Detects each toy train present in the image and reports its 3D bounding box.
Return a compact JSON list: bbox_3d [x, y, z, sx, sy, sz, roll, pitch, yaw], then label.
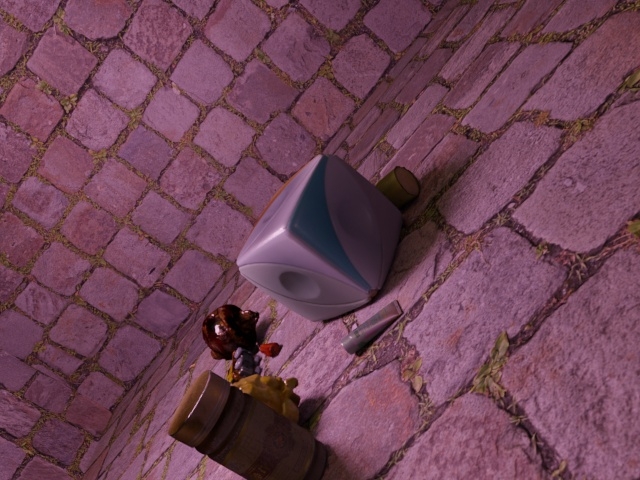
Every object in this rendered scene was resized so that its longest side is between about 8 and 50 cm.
[{"bbox_3d":[-0.281,0.467,1.885,0.127,0.089,0.219,-61,15,9],"label":"toy train"}]

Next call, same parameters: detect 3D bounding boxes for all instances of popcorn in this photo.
[{"bbox_3d":[-0.161,0.459,1.339,0.259,0.259,0.212,-44,32,28],"label":"popcorn"}]

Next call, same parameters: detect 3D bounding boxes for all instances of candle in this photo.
[{"bbox_3d":[-0.193,0.384,1.871,0.162,0.048,0.053,-21,53,63],"label":"candle"}]

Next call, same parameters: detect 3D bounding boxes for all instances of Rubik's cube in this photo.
[{"bbox_3d":[0.000,0.000,1.589,0.347,0.351,0.352,-33,23,50],"label":"Rubik's cube"}]

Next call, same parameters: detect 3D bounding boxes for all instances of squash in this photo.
[{"bbox_3d":[0.223,-0.150,1.707,0.186,0.123,0.123,-37,22,43],"label":"squash"}]

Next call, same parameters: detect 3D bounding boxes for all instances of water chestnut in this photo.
[{"bbox_3d":[-0.342,0.350,2.053,0.238,0.224,0.224,-38,18,9],"label":"water chestnut"}]

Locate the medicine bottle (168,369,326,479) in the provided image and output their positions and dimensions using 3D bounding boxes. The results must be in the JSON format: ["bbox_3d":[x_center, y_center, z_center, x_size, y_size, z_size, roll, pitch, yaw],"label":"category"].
[{"bbox_3d":[-0.151,0.427,1.141,0.151,0.322,0.151,-48,16,19],"label":"medicine bottle"}]

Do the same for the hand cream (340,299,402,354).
[{"bbox_3d":[0.130,0.218,1.326,0.174,0.047,0.076,-41,17,10],"label":"hand cream"}]
